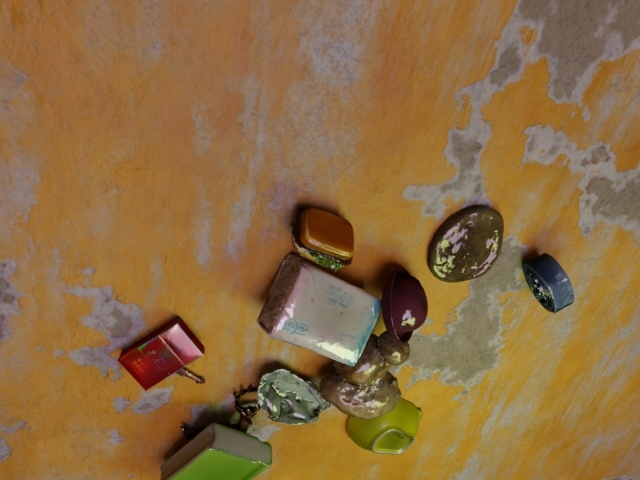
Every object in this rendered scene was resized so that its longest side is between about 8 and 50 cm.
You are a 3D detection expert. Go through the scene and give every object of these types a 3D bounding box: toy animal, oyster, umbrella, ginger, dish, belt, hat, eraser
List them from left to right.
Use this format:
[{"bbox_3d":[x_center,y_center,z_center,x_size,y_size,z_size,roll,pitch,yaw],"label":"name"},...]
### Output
[{"bbox_3d":[-0.365,0.342,1.300,0.027,0.025,0.165,-51,125,-5],"label":"umbrella"},{"bbox_3d":[-0.299,0.639,1.395,0.210,0.092,0.274,31,118,-26],"label":"eraser"},{"bbox_3d":[-0.265,0.549,1.421,0.244,0.087,0.259,-15,126,-11],"label":"toy animal"},{"bbox_3d":[-0.071,0.446,1.420,0.252,0.087,0.199,-2,102,-37],"label":"oyster"},{"bbox_3d":[0.128,0.368,1.390,0.245,0.155,0.303,7,125,-4],"label":"ginger"},{"bbox_3d":[0.221,0.620,1.607,0.263,0.108,0.221,27,110,-29],"label":"dish"},{"bbox_3d":[0.229,0.166,1.285,0.089,0.205,0.205,-6,131,30],"label":"hat"},{"bbox_3d":[0.656,0.129,1.430,0.082,0.141,0.190,-30,127,3],"label":"belt"}]

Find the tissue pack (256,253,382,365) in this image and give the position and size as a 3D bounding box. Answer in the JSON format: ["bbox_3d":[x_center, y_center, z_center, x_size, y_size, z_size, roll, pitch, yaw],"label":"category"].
[{"bbox_3d":[0.003,0.177,1.234,0.271,0.124,0.201,27,82,-29],"label":"tissue pack"}]

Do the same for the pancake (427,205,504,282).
[{"bbox_3d":[0.406,0.023,1.340,0.242,0.050,0.241,-8,123,-13],"label":"pancake"}]

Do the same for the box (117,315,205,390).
[{"bbox_3d":[-0.390,0.280,1.223,0.175,0.048,0.112,-33,109,3],"label":"box"}]

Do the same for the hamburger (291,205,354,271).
[{"bbox_3d":[0.000,0.000,1.152,0.166,0.137,0.087,23,142,-26],"label":"hamburger"}]
